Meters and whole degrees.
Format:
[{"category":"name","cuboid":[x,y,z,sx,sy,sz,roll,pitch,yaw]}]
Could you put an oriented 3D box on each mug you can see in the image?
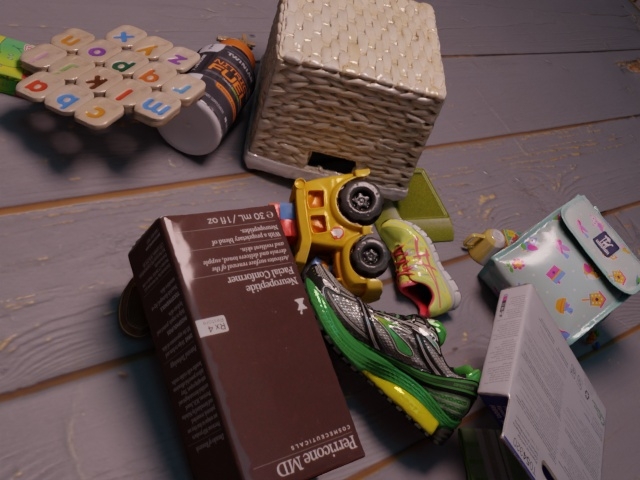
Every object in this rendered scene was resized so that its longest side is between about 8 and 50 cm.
[{"category":"mug","cuboid":[0.341,0.010,1.457,0.078,0.064,0.062,-16,66,-39]}]

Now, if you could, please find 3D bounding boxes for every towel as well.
[{"category":"towel","cuboid":[0.301,0.369,1.174,0.152,0.023,0.113,11,48,-21]}]

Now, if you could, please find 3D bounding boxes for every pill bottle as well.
[{"category":"pill bottle","cuboid":[-0.200,-0.277,1.309,0.130,0.130,0.246,29,45,-8]}]

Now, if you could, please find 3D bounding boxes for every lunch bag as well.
[{"category":"lunch bag","cuboid":[0.481,0.060,1.372,0.262,0.160,0.223,-34,75,-8]}]

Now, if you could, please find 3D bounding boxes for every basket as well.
[{"category":"basket","cuboid":[0.047,-0.301,1.356,0.328,0.266,0.331,12,47,-10]}]

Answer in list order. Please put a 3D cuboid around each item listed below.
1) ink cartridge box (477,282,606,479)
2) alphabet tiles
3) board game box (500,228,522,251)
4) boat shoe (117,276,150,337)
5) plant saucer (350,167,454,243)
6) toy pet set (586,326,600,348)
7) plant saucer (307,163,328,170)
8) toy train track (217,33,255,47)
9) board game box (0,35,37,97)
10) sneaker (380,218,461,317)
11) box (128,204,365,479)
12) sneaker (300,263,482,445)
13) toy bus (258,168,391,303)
[{"category":"ink cartridge box","cuboid":[0.362,0.294,1.145,0.324,0.071,0.330,55,40,-21]},{"category":"alphabet tiles","cuboid":[-0.342,-0.273,1.171,0.284,0.021,0.278,25,45,13]},{"category":"board game box","cuboid":[0.509,0.055,1.548,0.259,0.039,0.124,13,50,-26]},{"category":"boat shoe","cuboid":[-0.251,0.061,1.052,0.064,0.060,0.178,25,46,-13]},{"category":"plant saucer","cuboid":[0.177,-0.084,1.445,0.188,0.045,0.188,-4,58,-34]},{"category":"toy pet set","cuboid":[0.535,0.151,1.482,0.114,0.065,0.122,53,37,-36]},{"category":"plant saucer","cuboid":[0.002,-0.066,1.342,0.067,0.018,0.192,5,52,-28]},{"category":"toy train track","cuboid":[-0.182,-0.426,1.526,0.083,0.014,0.048,5,59,-21]},{"category":"board game box","cuboid":[-0.563,-0.302,1.166,0.181,0.043,0.092,13,50,-23]},{"category":"sneaker","cuboid":[0.170,0.052,1.302,0.094,0.081,0.208,-27,76,-38]},{"category":"box","cuboid":[-0.108,0.151,0.968,0.191,0.143,0.381,-9,72,-39]},{"category":"sneaker","cuboid":[0.104,0.154,1.115,0.343,0.134,0.146,42,86,-3]},{"category":"toy bus","cuboid":[0.000,0.000,1.202,0.211,0.149,0.220,-4,75,-11]}]
